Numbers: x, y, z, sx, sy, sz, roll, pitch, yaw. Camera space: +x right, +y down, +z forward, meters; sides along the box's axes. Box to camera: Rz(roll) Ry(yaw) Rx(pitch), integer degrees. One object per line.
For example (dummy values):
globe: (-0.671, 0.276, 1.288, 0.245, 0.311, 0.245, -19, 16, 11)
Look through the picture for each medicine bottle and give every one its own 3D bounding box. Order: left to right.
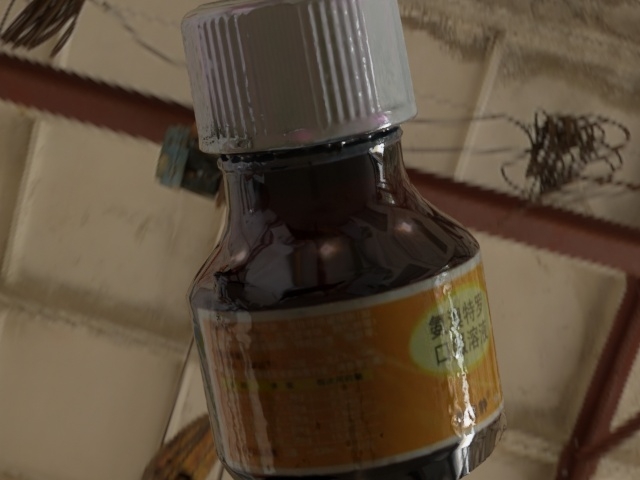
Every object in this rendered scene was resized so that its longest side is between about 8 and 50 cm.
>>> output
medicine bottle: (0.000, 0.000, 1.217, 0.242, 0.242, 0.395, -12, -76, 9)
